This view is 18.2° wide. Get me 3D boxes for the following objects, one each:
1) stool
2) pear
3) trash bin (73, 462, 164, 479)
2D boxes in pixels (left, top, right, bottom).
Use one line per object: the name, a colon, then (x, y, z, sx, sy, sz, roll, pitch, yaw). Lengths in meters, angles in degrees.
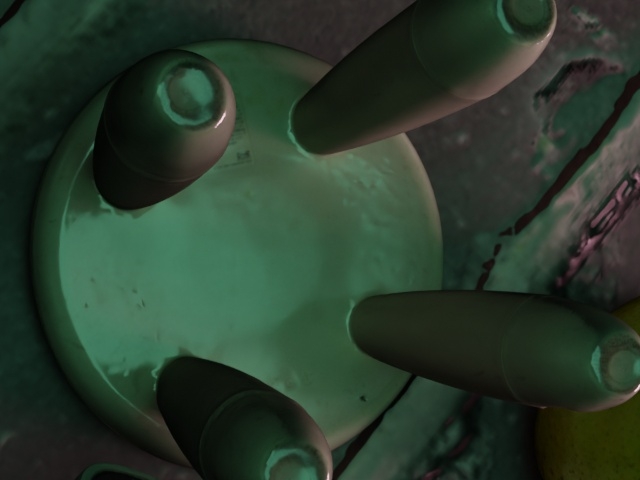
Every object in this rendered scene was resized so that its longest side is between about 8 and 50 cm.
stool: (0.000, 0.000, 0.818, 0.195, 0.199, 0.195, -17, 92, -25)
pear: (0.176, 0.093, 0.940, 0.141, 0.104, 0.141, 0, 91, -21)
trash bin: (-0.077, 0.157, 0.781, 0.116, 0.130, 0.059, 26, 36, -23)
